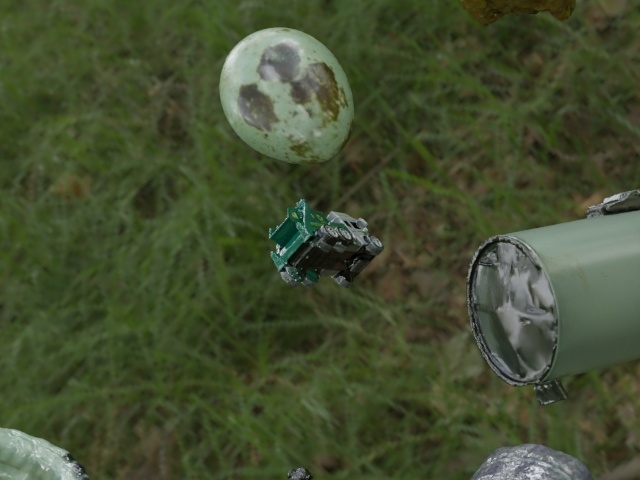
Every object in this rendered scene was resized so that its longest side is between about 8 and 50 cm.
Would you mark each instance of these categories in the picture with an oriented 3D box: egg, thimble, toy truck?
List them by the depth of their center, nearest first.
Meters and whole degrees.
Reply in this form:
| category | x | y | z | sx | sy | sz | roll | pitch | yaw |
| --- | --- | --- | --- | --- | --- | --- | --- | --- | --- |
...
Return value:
| category | x | y | z | sx | sy | sz | roll | pitch | yaw |
| --- | --- | --- | --- | --- | --- | --- | --- | --- | --- |
| thimble | 0.205 | 0.283 | 1.399 | 0.150 | 0.150 | 0.098 | -17 | 17 | 36 |
| thimble | -0.402 | 0.338 | 1.734 | 0.237 | 0.237 | 0.150 | 47 | 121 | 58 |
| egg | -0.041 | -0.189 | 1.898 | 0.169 | 0.169 | 0.231 | -43 | 52 | 3 |
| toy truck | 0.000 | 0.000 | 2.284 | 0.110 | 0.216 | 0.116 | -48 | 63 | 22 |

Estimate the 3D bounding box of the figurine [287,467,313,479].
| category | x | y | z | sx | sy | sz | roll | pitch | yaw |
| --- | --- | --- | --- | --- | --- | --- | --- | --- | --- |
| figurine | -0.035 | 0.464 | 2.280 | 0.126 | 0.147 | 0.193 | 129 | 145 | -84 |

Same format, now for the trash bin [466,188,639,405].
| category | x | y | z | sx | sy | sz | roll | pitch | yaw |
| --- | --- | --- | --- | --- | --- | --- | --- | --- | --- |
| trash bin | 0.376 | 0.080 | 2.029 | 0.217 | 0.262 | 0.277 | -25 | 76 | 62 |

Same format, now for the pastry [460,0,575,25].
| category | x | y | z | sx | sy | sz | roll | pitch | yaw |
| --- | --- | --- | --- | --- | --- | --- | --- | --- | --- |
| pastry | 0.180 | -0.294 | 1.319 | 0.103 | 0.189 | 0.189 | -3 | 47 | 20 |
